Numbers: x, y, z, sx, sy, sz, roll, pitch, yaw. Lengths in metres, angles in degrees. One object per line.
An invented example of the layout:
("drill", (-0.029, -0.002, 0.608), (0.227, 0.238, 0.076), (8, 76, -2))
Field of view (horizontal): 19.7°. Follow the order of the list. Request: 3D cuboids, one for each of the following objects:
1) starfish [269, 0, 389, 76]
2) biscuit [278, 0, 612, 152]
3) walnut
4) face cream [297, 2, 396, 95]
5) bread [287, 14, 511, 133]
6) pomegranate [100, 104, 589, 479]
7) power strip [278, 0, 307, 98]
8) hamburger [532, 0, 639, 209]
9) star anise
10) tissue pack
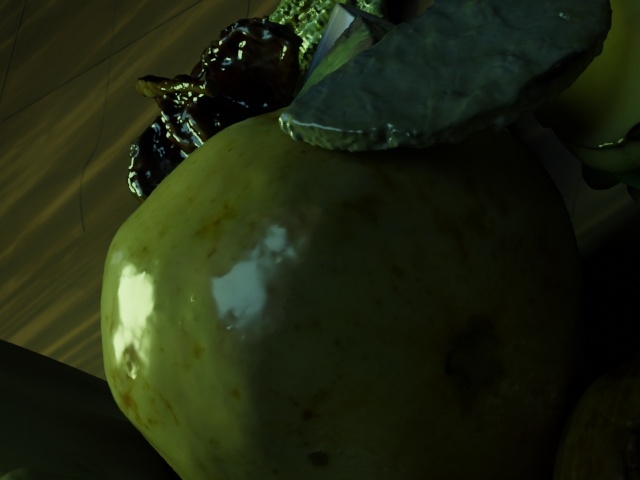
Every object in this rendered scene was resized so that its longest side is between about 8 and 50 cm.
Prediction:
("starfish", (0.031, -0.238, 1.654), (0.358, 0.078, 0.347), (-9, 77, 30))
("biscuit", (0.101, -0.116, 1.144), (0.133, 0.032, 0.250), (25, 51, 37))
("walnut", (0.197, 0.153, 1.121), (0.116, 0.116, 0.207), (-36, 34, 40))
("face cream", (0.013, -0.099, 1.580), (0.084, 0.057, 0.198), (28, 103, 21))
("bread", (0.000, 0.000, 1.475), (0.338, 0.155, 0.187), (-59, 26, 13))
("pomegranate", (0.019, 0.046, 1.245), (0.342, 0.342, 0.342), (-36, 41, 40))
("power strip", (0.000, -0.237, 1.759), (0.092, 0.034, 0.268), (20, 86, 60))
("hamburger", (0.255, -0.110, 1.171), (0.237, 0.149, 0.237), (-39, 32, 30))
("star anise", (-0.091, -0.109, 1.555), (0.190, 0.126, 0.220), (-38, -16, -45))
("tissue pack", (-0.252, 0.280, 1.554), (0.277, 0.267, 0.387), (-61, 32, 12))
